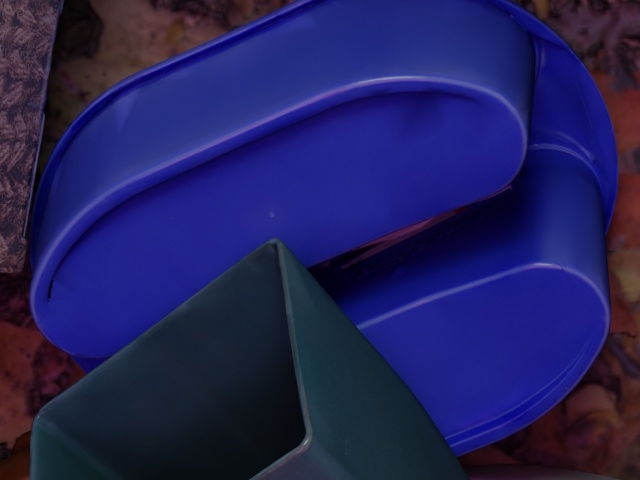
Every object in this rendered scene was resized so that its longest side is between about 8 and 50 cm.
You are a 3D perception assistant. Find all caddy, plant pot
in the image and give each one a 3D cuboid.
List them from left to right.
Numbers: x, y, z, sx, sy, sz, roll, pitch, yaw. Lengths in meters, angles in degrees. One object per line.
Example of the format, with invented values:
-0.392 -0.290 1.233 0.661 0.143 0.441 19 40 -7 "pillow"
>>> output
-0.003 0.159 0.970 0.165 0.165 0.234 -37 119 16 "plant pot"
0.000 0.000 1.080 0.341 0.179 0.241 -23 112 10 "caddy"

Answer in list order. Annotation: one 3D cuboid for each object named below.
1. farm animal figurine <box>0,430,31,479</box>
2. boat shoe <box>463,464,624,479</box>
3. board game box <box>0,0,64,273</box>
-0.154 0.287 1.124 0.327 0.172 0.330 11 96 9 "farm animal figurine"
0.164 0.169 1.121 0.184 0.066 0.063 9 95 0 "boat shoe"
-0.293 -0.124 1.079 0.291 0.141 0.232 14 97 37 "board game box"
